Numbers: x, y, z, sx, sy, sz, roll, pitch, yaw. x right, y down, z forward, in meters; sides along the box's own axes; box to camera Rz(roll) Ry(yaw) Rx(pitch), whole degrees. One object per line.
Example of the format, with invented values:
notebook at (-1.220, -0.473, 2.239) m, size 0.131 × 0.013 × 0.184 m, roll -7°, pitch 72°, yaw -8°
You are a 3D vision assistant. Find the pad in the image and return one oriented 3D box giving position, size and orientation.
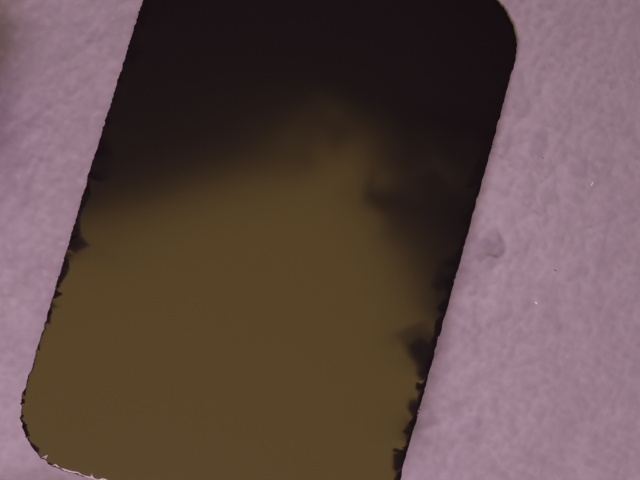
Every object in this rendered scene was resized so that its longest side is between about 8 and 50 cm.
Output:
pad at (0.001, 0.000, 0.790) m, size 0.314 × 0.063 × 0.376 m, roll 17°, pitch 85°, yaw 0°
